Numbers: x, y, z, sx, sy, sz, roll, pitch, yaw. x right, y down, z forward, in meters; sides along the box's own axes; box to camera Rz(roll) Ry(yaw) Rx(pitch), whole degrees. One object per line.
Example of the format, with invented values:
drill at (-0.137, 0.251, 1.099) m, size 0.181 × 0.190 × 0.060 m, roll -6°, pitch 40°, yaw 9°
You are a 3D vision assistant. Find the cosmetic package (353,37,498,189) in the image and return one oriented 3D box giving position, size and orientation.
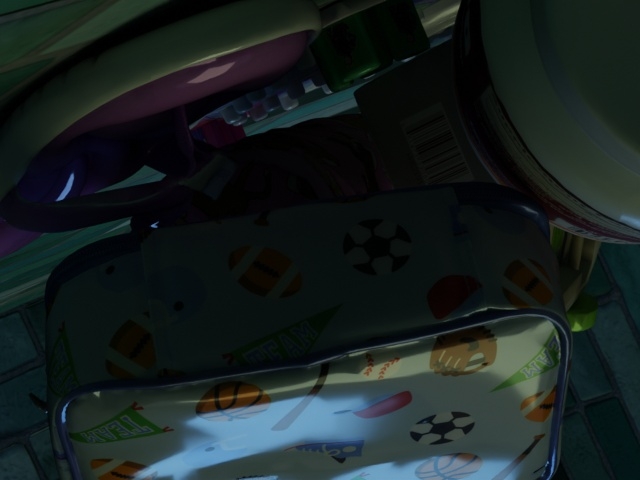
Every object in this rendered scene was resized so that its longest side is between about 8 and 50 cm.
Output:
cosmetic package at (0.150, -0.089, 1.337) m, size 0.107 × 0.127 × 0.238 m, roll -26°, pitch 177°, yaw 44°

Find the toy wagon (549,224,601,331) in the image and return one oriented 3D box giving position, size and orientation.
toy wagon at (0.206, -0.049, 1.615) m, size 0.068 × 0.267 × 0.344 m, roll 15°, pitch -156°, yaw 18°

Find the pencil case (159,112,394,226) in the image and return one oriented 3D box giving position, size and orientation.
pencil case at (0.000, 0.000, 1.384) m, size 0.160 × 0.167 × 0.386 m, roll -15°, pitch -179°, yaw 18°

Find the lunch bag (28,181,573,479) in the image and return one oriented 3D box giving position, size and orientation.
lunch bag at (-0.013, 0.083, 1.124) m, size 0.303 × 0.115 × 0.243 m, roll -7°, pitch 146°, yaw -4°

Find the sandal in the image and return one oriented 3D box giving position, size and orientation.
sandal at (-0.113, -0.036, 1.137) m, size 0.169 × 0.102 × 0.416 m, roll -25°, pitch 179°, yaw -33°

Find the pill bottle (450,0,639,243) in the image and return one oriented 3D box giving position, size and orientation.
pill bottle at (0.187, -0.109, 1.028) m, size 0.224 × 0.224 × 0.392 m, roll -25°, pitch 179°, yaw 0°

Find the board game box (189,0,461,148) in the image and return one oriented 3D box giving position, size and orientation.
board game box at (0.103, -0.161, 1.488) m, size 0.390 × 0.050 × 0.390 m, roll -24°, pitch 180°, yaw -23°
